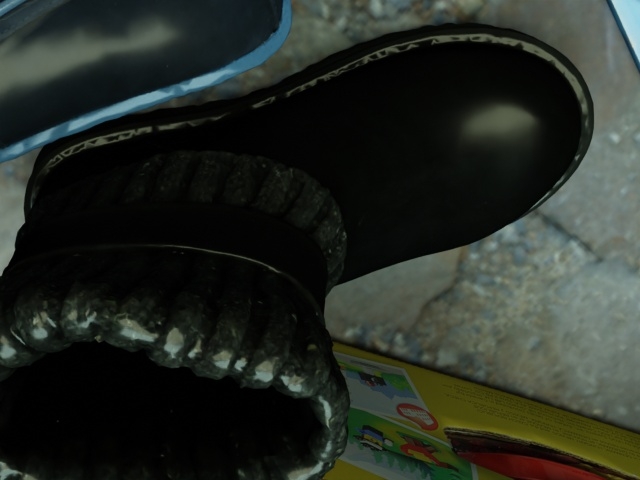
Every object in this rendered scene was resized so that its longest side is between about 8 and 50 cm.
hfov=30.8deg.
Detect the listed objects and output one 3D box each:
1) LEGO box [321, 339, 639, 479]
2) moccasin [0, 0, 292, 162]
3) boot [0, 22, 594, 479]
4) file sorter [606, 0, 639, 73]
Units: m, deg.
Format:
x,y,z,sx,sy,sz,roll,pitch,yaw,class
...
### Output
x,y,z,sx,sy,sz,roll,pitch,yaw,class
0.089,0.301,0.752,0.500,0.193,0.372,18,109,-14,LEGO box
-0.189,-0.101,0.602,0.342,0.138,0.116,-23,109,-14,moccasin
0.000,0.004,0.582,0.348,0.260,0.131,-16,113,-1,boot
0.262,-0.144,0.645,0.170,0.104,0.118,-30,113,4,file sorter
